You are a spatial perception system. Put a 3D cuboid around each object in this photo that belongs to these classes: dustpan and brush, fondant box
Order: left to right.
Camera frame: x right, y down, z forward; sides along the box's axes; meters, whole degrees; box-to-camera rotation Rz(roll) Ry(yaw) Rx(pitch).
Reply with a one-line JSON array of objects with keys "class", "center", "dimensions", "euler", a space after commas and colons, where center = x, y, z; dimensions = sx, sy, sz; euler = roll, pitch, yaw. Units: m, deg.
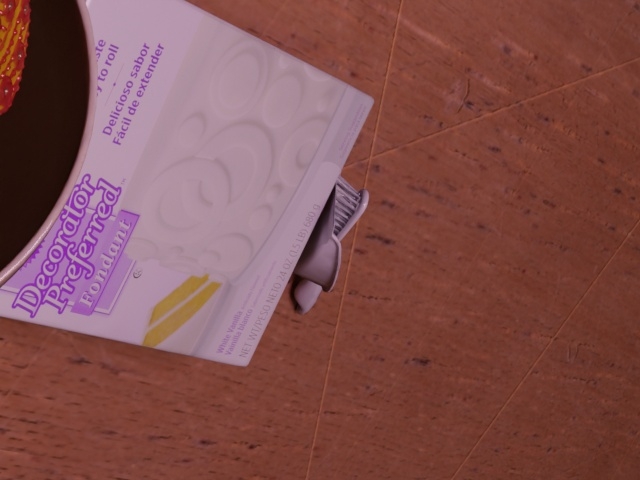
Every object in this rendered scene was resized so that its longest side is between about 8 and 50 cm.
[{"class": "fondant box", "center": [-0.126, -0.051, 1.159], "dimensions": [0.330, 0.096, 0.238], "euler": [19, 98, -54]}, {"class": "dustpan and brush", "center": [0.000, 0.000, 1.370], "dimensions": [0.211, 0.060, 0.147], "euler": [126, -25, -49]}]

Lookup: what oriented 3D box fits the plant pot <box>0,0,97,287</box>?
[{"class": "plant pot", "center": [-0.269, -0.059, 0.855], "dimensions": [0.284, 0.284, 0.191], "euler": [-46, 179, -21]}]

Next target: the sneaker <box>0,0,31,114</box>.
[{"class": "sneaker", "center": [-0.190, -0.061, 0.743], "dimensions": [0.175, 0.067, 0.064], "euler": [-60, 158, -30]}]
